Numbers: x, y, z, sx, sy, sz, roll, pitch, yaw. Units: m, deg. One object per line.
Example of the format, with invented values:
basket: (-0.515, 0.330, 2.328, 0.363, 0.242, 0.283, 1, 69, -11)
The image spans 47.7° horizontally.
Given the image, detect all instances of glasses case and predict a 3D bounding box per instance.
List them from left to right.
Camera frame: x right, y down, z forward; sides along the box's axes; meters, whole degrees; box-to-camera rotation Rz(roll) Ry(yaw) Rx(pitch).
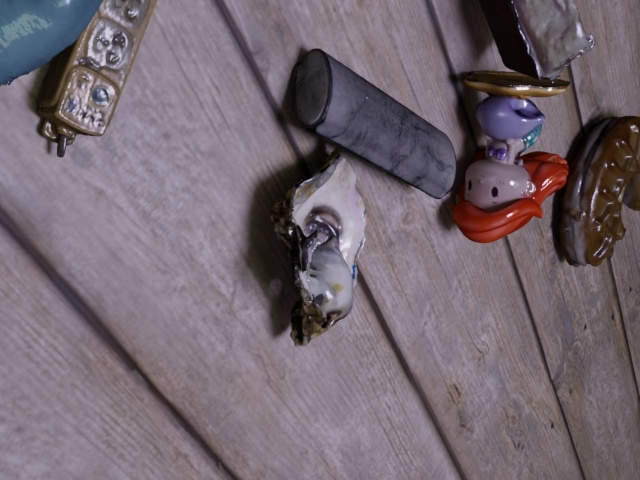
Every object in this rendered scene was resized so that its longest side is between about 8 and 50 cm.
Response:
glasses case: (0.083, -0.148, 0.982, 0.299, 0.060, 0.114, 21, 58, -47)

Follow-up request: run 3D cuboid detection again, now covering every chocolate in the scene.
chocolate: (0.275, -0.389, 1.051, 0.112, 0.112, 0.321, -35, 114, -8)

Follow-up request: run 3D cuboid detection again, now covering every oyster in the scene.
oyster: (0.000, 0.000, 0.940, 0.223, 0.083, 0.214, -59, 146, -42)

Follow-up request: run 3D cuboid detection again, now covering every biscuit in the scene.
biscuit: (0.612, -0.122, 1.523, 0.366, 0.115, 0.268, -36, 124, -36)

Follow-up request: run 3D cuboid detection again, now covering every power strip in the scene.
power strip: (-0.197, -0.223, 0.699, 0.064, 0.044, 0.305, 26, 82, -48)

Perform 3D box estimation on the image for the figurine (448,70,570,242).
figurine: (0.309, -0.133, 1.165, 0.208, 0.181, 0.257, -52, 148, -64)

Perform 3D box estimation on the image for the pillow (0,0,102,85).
pillow: (-0.276, -0.257, 0.579, 0.214, 0.086, 0.233, -55, 132, -13)
